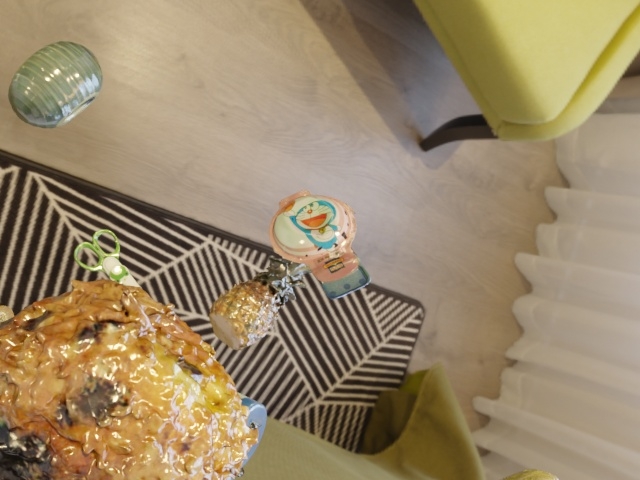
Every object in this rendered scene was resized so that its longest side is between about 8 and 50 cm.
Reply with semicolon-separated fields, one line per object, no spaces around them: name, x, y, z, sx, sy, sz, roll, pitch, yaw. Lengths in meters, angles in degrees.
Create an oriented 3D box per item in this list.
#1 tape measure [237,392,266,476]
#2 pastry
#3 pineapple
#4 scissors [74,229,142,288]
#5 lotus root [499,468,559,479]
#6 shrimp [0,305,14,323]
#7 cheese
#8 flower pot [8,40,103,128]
tape measure;-0.211;0.534;1.720;0.215;0.097;0.351;-64;158;-14
pastry;-0.301;0.216;0.847;0.292;0.405;0.338;-58;144;-53
pineapple;-0.124;0.123;1.549;0.310;0.141;0.170;-39;149;-35
scissors;-0.450;0.075;1.423;0.101;0.027;0.204;-40;95;-22
lotus root;0.250;0.361;0.841;0.183;0.090;0.077;-13;120;-23
shrimp;-0.774;0.207;1.547;0.059;0.023;0.108;31;43;-41
cheese;0.000;0.000;1.299;0.188;0.286;0.074;-24;143;-9
flower pot;-0.647;-0.381;1.579;0.157;0.189;0.243;49;63;-14
